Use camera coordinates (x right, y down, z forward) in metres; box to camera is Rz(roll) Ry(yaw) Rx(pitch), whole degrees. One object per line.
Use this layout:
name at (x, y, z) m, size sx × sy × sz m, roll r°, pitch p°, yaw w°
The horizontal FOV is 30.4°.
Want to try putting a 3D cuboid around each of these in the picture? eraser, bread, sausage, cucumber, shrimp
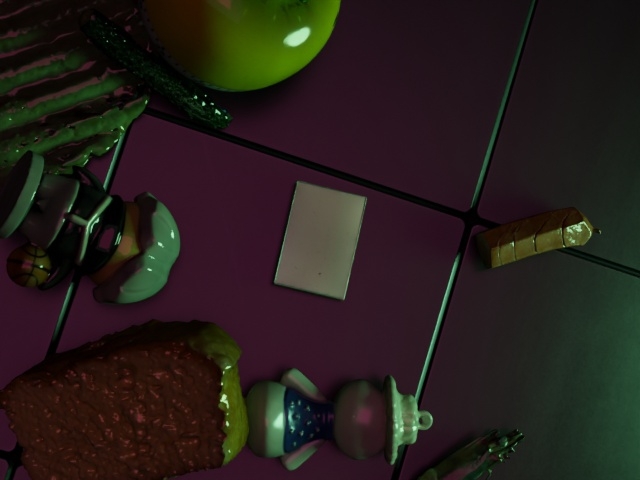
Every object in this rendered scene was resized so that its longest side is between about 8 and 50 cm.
eraser at (0.000, 0.000, 1.636) m, size 0.104 × 0.023 × 0.150 m, roll 14°, pitch 83°, yaw -7°
bread at (-0.219, 0.203, 1.492) m, size 0.340 × 0.179 × 0.194 m, roll -16°, pitch 93°, yaw 23°
sausage at (0.308, -0.008, 1.662) m, size 0.170 × 0.065 × 0.065 m, roll -15°, pitch 87°, yaw -10°
cucumber at (-0.216, -0.220, 1.568) m, size 0.257 × 0.043 × 0.044 m, roll 36°, pitch 90°, yaw -32°
shrimp at (0.213, 0.358, 1.625) m, size 0.217 × 0.051 × 0.150 m, roll -39°, pitch 95°, yaw -2°

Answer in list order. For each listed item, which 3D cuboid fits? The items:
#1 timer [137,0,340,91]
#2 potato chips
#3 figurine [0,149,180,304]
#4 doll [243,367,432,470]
timer at (-0.081, -0.329, 1.502) m, size 0.285 × 0.285 × 0.285 m, roll 1°, pitch 85°, yaw -8°
potato chips at (-0.430, -0.242, 1.557) m, size 0.373 × 0.097 × 0.389 m, roll 44°, pitch 77°, yaw -1°
figurine at (-0.299, -0.002, 1.522) m, size 0.236 × 0.133 × 0.176 m, roll 25°, pitch 84°, yaw -26°
doll at (0.003, 0.238, 1.574) m, size 0.293 × 0.119 × 0.138 m, roll 0°, pitch 89°, yaw -3°
